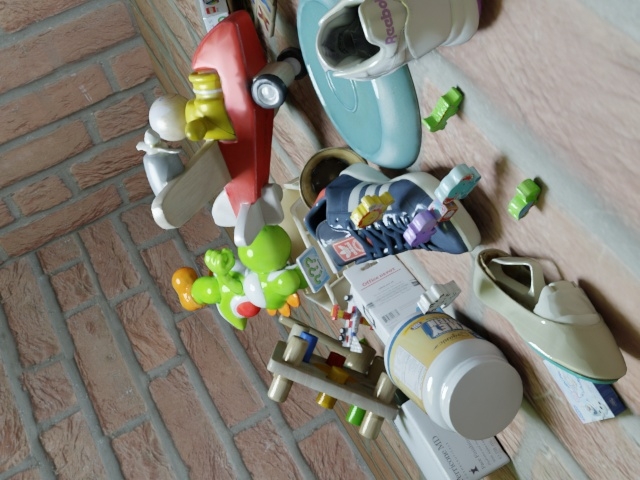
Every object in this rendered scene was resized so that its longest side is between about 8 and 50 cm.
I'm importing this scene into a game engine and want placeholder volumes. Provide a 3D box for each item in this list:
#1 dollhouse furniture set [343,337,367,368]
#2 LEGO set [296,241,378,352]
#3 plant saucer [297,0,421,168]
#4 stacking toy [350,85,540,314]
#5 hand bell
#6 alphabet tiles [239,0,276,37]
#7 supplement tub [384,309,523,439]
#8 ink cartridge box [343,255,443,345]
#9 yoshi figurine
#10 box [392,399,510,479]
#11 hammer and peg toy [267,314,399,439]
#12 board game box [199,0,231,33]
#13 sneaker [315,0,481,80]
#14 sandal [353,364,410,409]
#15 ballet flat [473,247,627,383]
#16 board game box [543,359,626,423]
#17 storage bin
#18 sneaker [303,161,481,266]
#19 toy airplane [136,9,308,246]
[{"bbox_3d":[0.096,0.309,1.932,0.059,0.076,0.152,56,165,33],"label":"dollhouse furniture set"},{"bbox_3d":[0.073,0.087,1.397,0.060,0.182,0.244,-4,120,46],"label":"LEGO set"},{"bbox_3d":[0.043,-0.241,1.085,0.318,0.043,0.318,58,168,21],"label":"plant saucer"},{"bbox_3d":[0.139,-0.042,0.873,0.167,0.052,0.221,55,132,26],"label":"stacking toy"},{"bbox_3d":[0.012,-0.130,1.373,0.242,0.126,0.126,-113,0,-73],"label":"hand bell"},{"bbox_3d":[-0.166,-0.554,1.360,0.343,0.011,0.285,61,168,9],"label":"alphabet tiles"},{"bbox_3d":[0.198,0.201,1.125,0.144,0.144,0.199,68,166,-21],"label":"supplement tub"},{"bbox_3d":[0.127,0.108,1.318,0.180,0.104,0.060,53,165,40],"label":"ink cartridge box"},{"bbox_3d":[-0.163,0.053,1.589,0.362,0.204,0.203,-11,136,47],"label":"yoshi figurine"},{"bbox_3d":[0.236,0.370,1.385,0.181,0.119,0.182,58,167,18],"label":"box"},{"bbox_3d":[0.016,0.266,1.502,0.265,0.127,0.361,22,-179,-1],"label":"hammer and peg toy"},{"bbox_3d":[-0.198,-0.414,1.545,0.305,0.053,0.193,78,177,-58],"label":"board game box"},{"bbox_3d":[0.043,-0.234,0.816,0.114,0.152,0.305,71,164,-9],"label":"sneaker"},{"bbox_3d":[0.172,0.332,1.677,0.302,0.086,0.120,21,133,50],"label":"sandal"},{"bbox_3d":[0.247,0.070,0.829,0.248,0.086,0.086,41,155,62],"label":"ballet flat"},{"bbox_3d":[0.312,0.171,0.885,0.090,0.020,0.090,60,167,14],"label":"board game box"},{"bbox_3d":[0.000,0.000,1.572,0.260,0.123,0.262,65,168,-11],"label":"storage bin"},{"bbox_3d":[0.085,-0.016,1.057,0.131,0.148,0.350,55,167,-20],"label":"sneaker"},{"bbox_3d":[-0.182,-0.183,1.358,0.272,0.385,0.386,16,174,10],"label":"toy airplane"}]
